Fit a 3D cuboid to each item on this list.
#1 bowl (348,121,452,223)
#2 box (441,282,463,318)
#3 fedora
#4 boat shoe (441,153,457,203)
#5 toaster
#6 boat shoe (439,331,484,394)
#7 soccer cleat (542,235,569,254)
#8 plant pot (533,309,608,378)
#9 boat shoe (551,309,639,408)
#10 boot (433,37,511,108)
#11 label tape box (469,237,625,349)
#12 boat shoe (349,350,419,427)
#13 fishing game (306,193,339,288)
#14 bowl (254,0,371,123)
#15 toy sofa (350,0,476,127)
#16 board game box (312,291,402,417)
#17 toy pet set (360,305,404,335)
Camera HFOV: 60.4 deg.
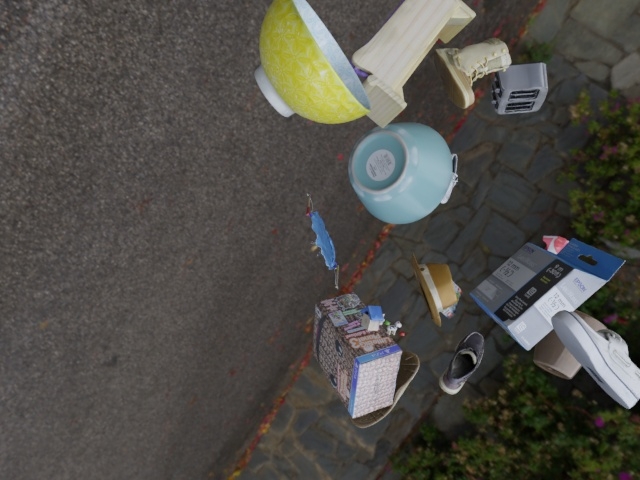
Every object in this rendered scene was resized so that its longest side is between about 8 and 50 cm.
[{"bbox_3d":[0.204,-0.211,1.586,0.311,0.311,0.163,-55,149,14],"label":"bowl"},{"bbox_3d":[0.504,0.219,2.203,0.036,0.114,0.207,-47,178,31],"label":"box"},{"bbox_3d":[0.279,0.108,1.317,0.079,0.194,0.194,-19,159,5],"label":"fedora"},{"bbox_3d":[0.429,-0.211,1.842,0.066,0.063,0.184,40,53,-38],"label":"boat shoe"},{"bbox_3d":[0.682,-0.521,1.875,0.168,0.186,0.110,63,25,-72],"label":"toaster"},{"bbox_3d":[0.520,0.422,1.954,0.285,0.103,0.092,-41,163,-37],"label":"boat shoe"},{"bbox_3d":[0.837,0.091,2.022,0.083,0.095,0.248,-47,148,-51],"label":"soccer cleat"},{"bbox_3d":[0.936,0.400,2.124,0.229,0.263,0.263,-61,161,-10],"label":"plant pot"},{"bbox_3d":[0.564,0.221,1.091,0.088,0.267,0.096,-43,-169,-1],"label":"boat shoe"},{"bbox_3d":[0.457,-0.492,1.594,0.204,0.262,0.095,-12,136,2],"label":"boot"},{"bbox_3d":[0.626,0.112,1.552,0.348,0.115,0.249,-44,-162,5],"label":"label tape box"},{"bbox_3d":[0.218,0.491,1.807,0.302,0.109,0.098,-50,159,0],"label":"boat shoe"},{"bbox_3d":[0.000,0.000,1.629,0.041,0.264,0.189,-17,-153,11],"label":"fishing game"},{"bbox_3d":[-0.039,-0.340,1.110,0.156,0.289,0.289,-31,165,18],"label":"bowl"},{"bbox_3d":[0.211,-0.484,1.396,0.362,0.177,0.150,-54,-172,-15],"label":"toy sofa"},{"bbox_3d":[0.101,0.345,1.691,0.141,0.291,0.232,-12,126,-23],"label":"board game box"},{"bbox_3d":[0.167,0.211,1.535,0.114,0.122,0.065,7,102,-30],"label":"toy pet set"}]
